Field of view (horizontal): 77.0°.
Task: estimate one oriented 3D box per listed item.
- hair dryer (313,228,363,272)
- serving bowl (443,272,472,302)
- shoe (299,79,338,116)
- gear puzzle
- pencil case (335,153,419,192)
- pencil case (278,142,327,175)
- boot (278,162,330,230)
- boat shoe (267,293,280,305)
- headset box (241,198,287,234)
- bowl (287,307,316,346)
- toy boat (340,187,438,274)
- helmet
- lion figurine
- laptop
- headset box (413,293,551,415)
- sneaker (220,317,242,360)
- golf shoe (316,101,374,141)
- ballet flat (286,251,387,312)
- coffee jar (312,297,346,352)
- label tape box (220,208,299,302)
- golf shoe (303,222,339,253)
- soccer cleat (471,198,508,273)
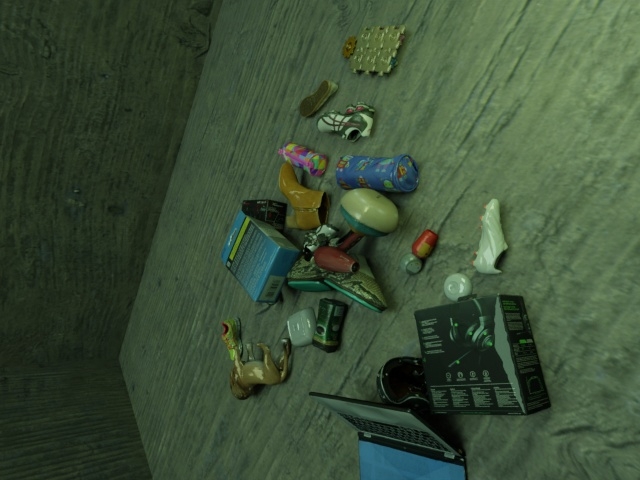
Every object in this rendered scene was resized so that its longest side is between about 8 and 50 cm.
[{"bbox_3d":[0.076,0.011,1.320,0.224,0.080,0.293,-29,32,17],"label":"hair dryer"},{"bbox_3d":[0.376,0.131,1.118,0.083,0.027,0.083,-12,74,49],"label":"serving bowl"},{"bbox_3d":[-0.010,-0.589,1.688,0.219,0.058,0.076,-28,82,47],"label":"shoe"},{"bbox_3d":[0.183,-0.701,1.493,0.339,0.044,0.175,36,112,49],"label":"gear puzzle"},{"bbox_3d":[0.183,-0.226,1.341,0.306,0.119,0.133,13,54,50],"label":"pencil case"},{"bbox_3d":[-0.074,-0.341,1.677,0.236,0.105,0.104,32,107,47],"label":"pencil case"},{"bbox_3d":[-0.059,-0.188,1.629,0.212,0.104,0.294,-7,89,42],"label":"boot"},{"bbox_3d":[-0.240,0.205,1.790,0.073,0.080,0.223,-57,40,34],"label":"boat shoe"},{"bbox_3d":[-0.275,-0.035,1.843,0.218,0.110,0.292,6,88,48],"label":"headset box"},{"bbox_3d":[-0.078,0.344,1.590,0.142,0.053,0.141,-32,61,40],"label":"bowl"},{"bbox_3d":[0.193,-0.034,1.230,0.318,0.267,0.148,36,110,13],"label":"toy boat"},{"bbox_3d":[0.241,0.403,1.114,0.162,0.170,0.169,-17,70,35],"label":"helmet"},{"bbox_3d":[-0.256,0.551,1.696,0.393,0.142,0.239,-19,76,42],"label":"lion figurine"},{"bbox_3d":[0.175,0.638,1.110,0.382,0.408,0.236,-15,38,47],"label":"laptop"},{"bbox_3d":[0.385,0.275,1.001,0.247,0.131,0.282,-26,64,45],"label":"headset box"},{"bbox_3d":[-0.441,0.481,1.955,0.082,0.094,0.208,-30,63,41],"label":"sneaker"},{"bbox_3d":[0.081,-0.429,1.512,0.273,0.105,0.120,0,91,50],"label":"golf shoe"},{"bbox_3d":[0.057,0.115,1.414,0.483,0.164,0.181,6,69,51],"label":"ballet flat"},{"bbox_3d":[0.029,0.306,1.450,0.096,0.079,0.184,14,93,45],"label":"coffee jar"},{"bbox_3d":[-0.263,0.058,1.659,0.348,0.115,0.248,40,110,44],"label":"label tape box"},{"bbox_3d":[0.000,0.000,1.529,0.198,0.077,0.093,-29,37,53],"label":"golf shoe"},{"bbox_3d":[0.448,-0.009,1.039,0.076,0.068,0.195,12,93,35],"label":"soccer cleat"}]
